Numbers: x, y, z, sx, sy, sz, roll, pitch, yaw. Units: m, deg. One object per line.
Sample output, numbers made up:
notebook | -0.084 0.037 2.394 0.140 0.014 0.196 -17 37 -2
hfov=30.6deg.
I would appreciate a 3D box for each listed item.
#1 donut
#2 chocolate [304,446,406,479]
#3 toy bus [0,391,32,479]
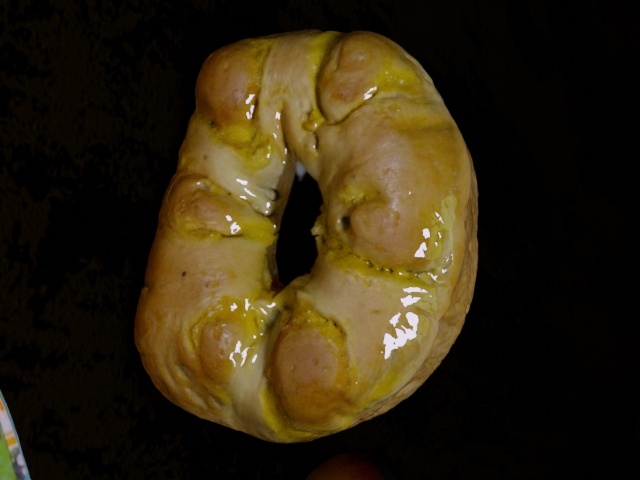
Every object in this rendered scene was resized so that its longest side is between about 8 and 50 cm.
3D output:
donut | 0.000 0.000 0.749 0.128 0.208 0.261 27 76 -63
chocolate | 0.022 0.242 0.947 0.124 0.133 0.127 56 -2 12
toy bus | -0.225 0.106 0.444 0.261 0.091 0.109 -16 93 -63
